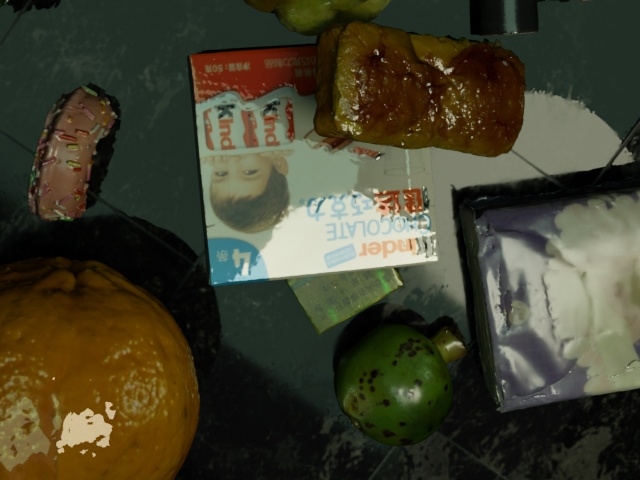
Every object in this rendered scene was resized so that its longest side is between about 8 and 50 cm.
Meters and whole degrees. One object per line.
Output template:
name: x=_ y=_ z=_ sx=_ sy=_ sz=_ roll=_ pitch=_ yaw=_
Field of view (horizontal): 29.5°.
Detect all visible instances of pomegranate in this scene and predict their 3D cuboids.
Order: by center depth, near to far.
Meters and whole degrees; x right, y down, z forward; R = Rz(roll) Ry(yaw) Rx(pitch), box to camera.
pomegranate: x=0.101 y=0.167 z=1.436 sx=0.169 sy=0.122 sz=0.143 roll=-27 pitch=97 yaw=6

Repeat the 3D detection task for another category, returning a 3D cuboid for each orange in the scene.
orange: x=-0.300 y=0.166 z=1.325 sx=0.340 sy=0.340 sz=0.293 roll=7 pitch=99 yaw=-2

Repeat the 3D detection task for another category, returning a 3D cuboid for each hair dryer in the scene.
hair dryer: x=0.299 y=-0.303 z=1.356 sx=0.255 sy=0.070 sz=0.128 roll=-4 pitch=99 yaw=14

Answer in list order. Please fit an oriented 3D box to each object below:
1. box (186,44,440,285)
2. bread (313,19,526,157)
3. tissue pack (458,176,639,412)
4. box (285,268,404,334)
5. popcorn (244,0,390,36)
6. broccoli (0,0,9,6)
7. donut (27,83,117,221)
box: x=-0.007 y=-0.091 z=1.392 sx=0.273 sy=0.048 sz=0.265 roll=-6 pitch=95 yaw=-10
bread: x=0.114 y=-0.166 z=1.330 sx=0.271 sy=0.077 sz=0.139 roll=5 pitch=92 yaw=-37
tissue pack: x=0.350 y=0.049 z=1.415 sx=0.343 sy=0.125 sz=0.242 roll=-9 pitch=99 yaw=-1
box: x=0.000 y=0.000 z=1.451 sx=0.121 sy=0.030 sz=0.193 roll=-31 pitch=100 yaw=5
popcorn: x=0.006 y=-0.336 z=1.280 sx=0.206 sy=0.251 sz=0.237 roll=32 pitch=95 yaw=0
broccoli: x=-0.332 y=-0.400 z=1.281 sx=0.245 sy=0.248 sz=0.288 roll=4 pitch=144 yaw=-8
donut: x=-0.287 y=-0.093 z=1.389 sx=0.065 sy=0.117 sz=0.166 roll=16 pitch=101 yaw=1
